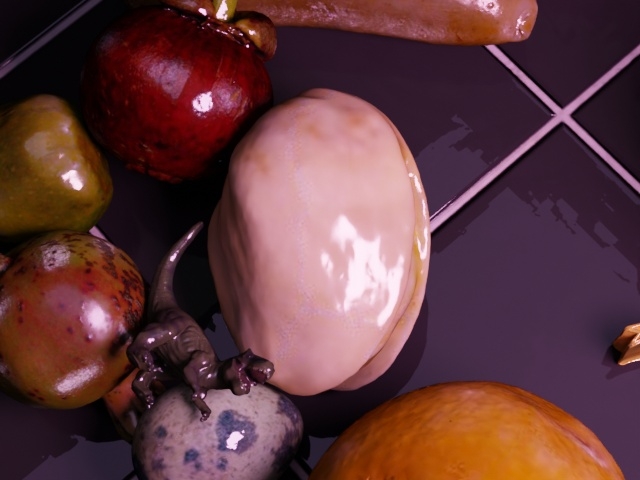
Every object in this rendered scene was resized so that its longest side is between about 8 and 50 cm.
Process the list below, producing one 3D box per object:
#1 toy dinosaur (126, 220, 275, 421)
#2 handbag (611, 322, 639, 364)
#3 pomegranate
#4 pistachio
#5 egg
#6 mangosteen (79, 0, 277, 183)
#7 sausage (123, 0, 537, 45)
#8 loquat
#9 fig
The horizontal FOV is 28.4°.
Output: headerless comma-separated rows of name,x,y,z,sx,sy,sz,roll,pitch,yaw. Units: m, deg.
toy dinosaur,-0.110,0.094,1.279,0.187,0.087,0.179,28,51,20
handbag,0.346,0.105,1.340,0.061,0.083,0.027,-14,71,-3
pomegranate,-0.264,0.111,1.337,0.198,0.198,0.246,-13,96,0
pistachio,0.000,0.000,1.330,0.238,0.229,0.321,0,86,35
egg,-0.106,0.208,1.310,0.181,0.141,0.141,-14,70,-9
mangosteen,-0.145,-0.191,1.380,0.215,0.215,0.258,20,90,10
sausage,0.004,-0.305,1.486,0.500,0.123,0.136,4,73,5
loquat,0.133,0.291,1.175,0.328,0.328,0.329,-1,71,4
fig,-0.334,-0.074,1.431,0.233,0.167,0.167,-12,65,41
